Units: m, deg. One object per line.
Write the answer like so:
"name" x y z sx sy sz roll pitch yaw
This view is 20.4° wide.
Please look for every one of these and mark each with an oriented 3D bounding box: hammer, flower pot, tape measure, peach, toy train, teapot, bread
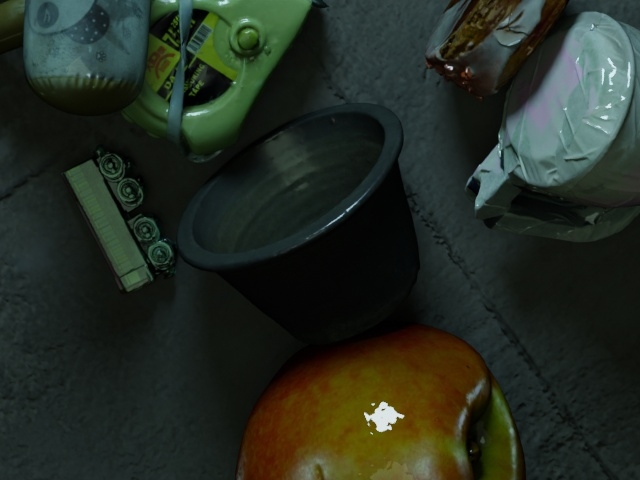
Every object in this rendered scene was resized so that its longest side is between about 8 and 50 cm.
"hammer" -0.267 -0.205 1.630 0.305 0.113 0.202 -5 77 48
"flower pot" 0.000 0.000 1.653 0.235 0.235 0.148 -25 117 12
"tape measure" -0.118 -0.178 1.668 0.175 0.106 0.200 26 107 -13
"peach" 0.044 0.200 1.679 0.274 0.248 0.245 -14 67 26
"toy train" -0.195 -0.022 1.747 0.071 0.038 0.148 -25 98 12
"teapot" 0.259 -0.078 1.600 0.178 0.163 0.222 19 104 -31
"bread" 0.163 -0.204 1.597 0.073 0.160 0.160 33 105 -11
